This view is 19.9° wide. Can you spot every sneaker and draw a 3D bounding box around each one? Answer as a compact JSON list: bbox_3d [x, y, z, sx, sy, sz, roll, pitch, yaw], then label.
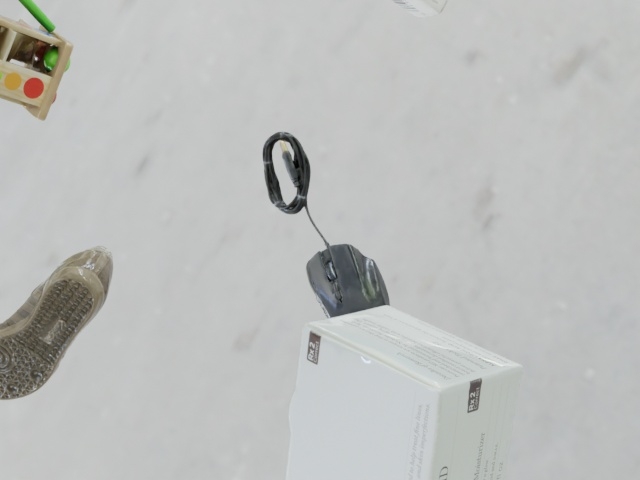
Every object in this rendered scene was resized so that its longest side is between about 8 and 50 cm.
[{"bbox_3d":[-0.242,0.075,1.630,0.188,0.066,0.071,-40,11,34],"label":"sneaker"}]

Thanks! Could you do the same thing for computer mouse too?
[{"bbox_3d":[0.000,0.000,1.872,0.071,0.242,0.041,-30,-7,21],"label":"computer mouse"}]

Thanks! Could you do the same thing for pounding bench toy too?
[{"bbox_3d":[-0.188,-0.127,1.145,0.052,0.065,0.083,37,107,56],"label":"pounding bench toy"}]

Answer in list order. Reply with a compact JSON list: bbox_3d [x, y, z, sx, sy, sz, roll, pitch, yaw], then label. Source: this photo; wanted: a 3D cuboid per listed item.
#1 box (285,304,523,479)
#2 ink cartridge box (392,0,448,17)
[{"bbox_3d":[0.073,0.177,1.687,0.182,0.119,0.181,24,115,42],"label":"box"},{"bbox_3d":[0.072,-0.320,1.468,0.225,0.181,0.056,-62,26,-8],"label":"ink cartridge box"}]
